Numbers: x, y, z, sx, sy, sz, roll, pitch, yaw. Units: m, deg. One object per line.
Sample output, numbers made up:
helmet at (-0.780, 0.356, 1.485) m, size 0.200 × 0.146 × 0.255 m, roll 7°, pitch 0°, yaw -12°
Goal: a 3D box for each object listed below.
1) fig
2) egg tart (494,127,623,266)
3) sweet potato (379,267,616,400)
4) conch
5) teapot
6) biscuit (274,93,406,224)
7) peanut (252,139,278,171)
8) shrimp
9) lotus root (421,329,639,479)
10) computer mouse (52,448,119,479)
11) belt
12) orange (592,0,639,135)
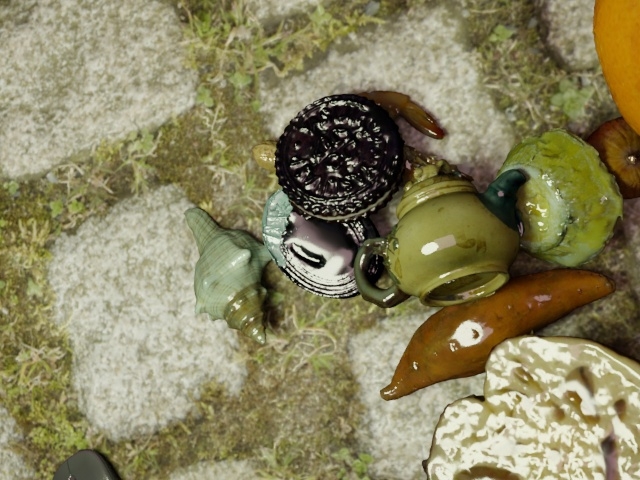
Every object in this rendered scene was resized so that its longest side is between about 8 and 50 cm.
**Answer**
fig at (0.387, -0.112, 1.097) m, size 0.119 × 0.153 × 0.119 m, roll -3°, pitch 86°, yaw 43°
egg tart at (0.295, -0.047, 1.114) m, size 0.197 × 0.078 × 0.197 m, roll 32°, pitch 132°, yaw 44°
sweet potato at (0.225, 0.122, 1.167) m, size 0.359 × 0.112 × 0.112 m, roll -35°, pitch 82°, yaw 16°
conch at (-0.131, 0.046, 1.271) m, size 0.137 × 0.114 × 0.233 m, roll -12°, pitch 82°, yaw 3°
teapot at (0.153, -0.011, 1.117) m, size 0.269 × 0.173 × 0.182 m, roll -26°, pitch 66°, yaw 28°
biscuit at (0.028, -0.115, 1.187) m, size 0.195 × 0.053 × 0.194 m, roll -5°, pitch 71°, yaw 14°
peanut at (-0.051, -0.119, 1.268) m, size 0.113 × 0.054 × 0.053 m, roll 21°, pitch 98°, yaw 12°
shrimp at (0.117, -0.142, 1.228) m, size 0.236 × 0.053 × 0.133 m, roll 23°, pitch 78°, yaw 18°
lotus root at (0.297, 0.260, 1.093) m, size 0.316 × 0.250 × 0.316 m, roll -3°, pitch 83°, yaw 25°
computer mouse at (-0.351, 0.452, 1.375) m, size 0.120 × 0.057 × 0.232 m, roll -37°, pitch 82°, yaw 14°
belt at (0.000, 0.000, 1.241) m, size 0.198 × 0.078 × 0.151 m, roll 44°, pitch 95°, yaw 11°
orange at (0.520, -0.269, 0.953) m, size 0.424 × 0.326 × 0.423 m, roll 1°, pitch 106°, yaw 3°
